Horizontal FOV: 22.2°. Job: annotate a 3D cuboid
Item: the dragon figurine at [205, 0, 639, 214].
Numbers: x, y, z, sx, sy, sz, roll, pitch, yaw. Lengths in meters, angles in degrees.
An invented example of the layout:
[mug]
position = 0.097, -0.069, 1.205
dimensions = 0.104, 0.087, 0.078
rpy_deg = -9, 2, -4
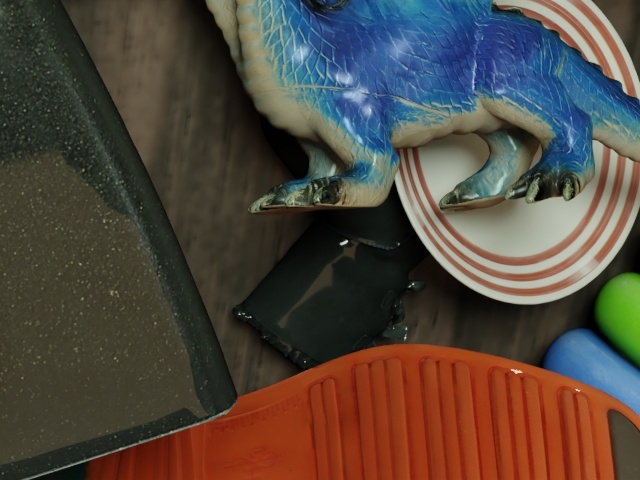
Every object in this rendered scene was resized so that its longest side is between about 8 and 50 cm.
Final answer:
[dragon figurine]
position = 0.044, -0.083, 0.597
dimensions = 0.289, 0.085, 0.144
rpy_deg = -1, 90, -17

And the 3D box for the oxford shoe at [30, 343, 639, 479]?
[oxford shoe]
position = 0.008, 0.110, 0.699
dimensions = 0.271, 0.097, 0.098
rpy_deg = -3, 146, 9

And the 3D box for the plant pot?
[plant pot]
position = -0.155, -0.023, 0.532
dimensions = 0.188, 0.187, 0.167
rpy_deg = -17, 111, -13

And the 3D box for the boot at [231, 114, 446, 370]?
[boot]
position = 0.000, 0.000, 0.687
dimensions = 0.121, 0.045, 0.099
rpy_deg = 29, 108, -34

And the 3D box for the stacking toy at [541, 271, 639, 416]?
[stacking toy]
position = 0.175, 0.046, 0.741
dimensions = 0.141, 0.141, 0.330
rpy_deg = 28, 100, -33

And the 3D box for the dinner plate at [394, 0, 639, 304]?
[dinner plate]
position = 0.082, -0.044, 0.681
dimensions = 0.141, 0.017, 0.141
rpy_deg = 0, 89, -34
